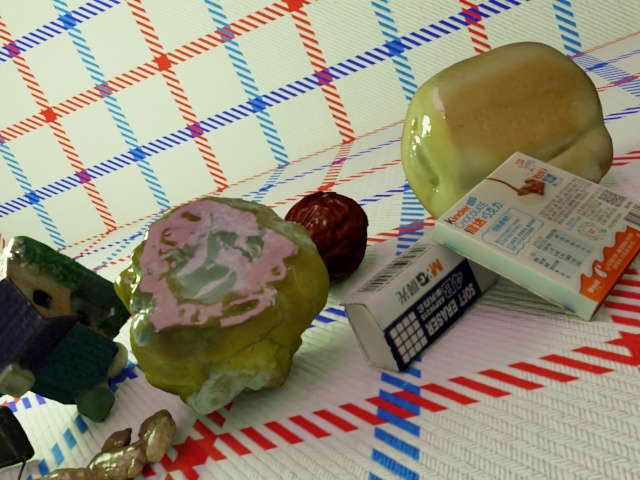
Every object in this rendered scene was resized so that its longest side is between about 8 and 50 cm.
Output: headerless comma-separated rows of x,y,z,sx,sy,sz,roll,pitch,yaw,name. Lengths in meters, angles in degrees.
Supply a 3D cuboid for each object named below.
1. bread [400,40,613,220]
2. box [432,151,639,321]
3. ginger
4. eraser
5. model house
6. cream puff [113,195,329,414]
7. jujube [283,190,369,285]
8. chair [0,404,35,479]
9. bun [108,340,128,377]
0.356,-0.206,1.251,0.376,0.347,0.253,-26,-2,-13,bread
0.362,-0.024,0.965,0.265,0.048,0.273,31,50,29,box
-0.335,0.348,0.971,0.259,0.065,0.149,-28,5,7,ginger
0.172,0.077,0.990,0.287,0.130,0.086,-36,18,-30,eraser
-0.519,0.196,1.166,0.245,0.312,0.280,-47,34,4,model house
-0.174,0.118,1.059,0.379,0.275,0.378,-3,54,3,cream puff
0.000,0.000,1.319,0.197,0.197,0.290,-12,20,32,jujube
-0.608,0.370,1.125,0.145,0.140,0.221,-21,15,7,chair
-0.458,0.266,1.349,0.086,0.055,0.086,-19,57,32,bun
